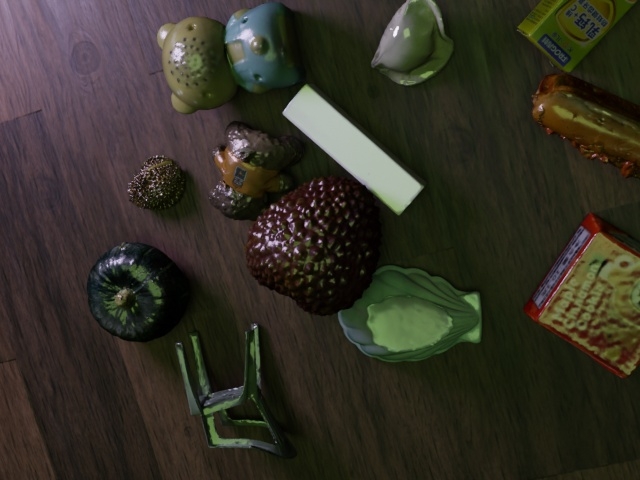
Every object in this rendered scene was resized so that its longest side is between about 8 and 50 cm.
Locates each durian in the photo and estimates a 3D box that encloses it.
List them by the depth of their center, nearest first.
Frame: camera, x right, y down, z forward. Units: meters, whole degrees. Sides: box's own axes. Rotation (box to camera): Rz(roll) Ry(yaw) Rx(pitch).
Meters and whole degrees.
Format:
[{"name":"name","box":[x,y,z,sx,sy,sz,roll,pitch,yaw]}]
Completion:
[{"name":"durian","box":[-0.348,-0.108,1.791,0.140,0.071,0.110,-28,93,19]}]

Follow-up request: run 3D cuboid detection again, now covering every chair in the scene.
[{"name":"chair","box":[-0.164,0.312,1.763,0.191,0.203,0.274,-10,93,1]}]

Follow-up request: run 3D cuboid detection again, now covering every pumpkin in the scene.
[{"name":"pumpkin","box":[-0.374,0.108,1.788,0.212,0.152,0.211,3,115,6]}]

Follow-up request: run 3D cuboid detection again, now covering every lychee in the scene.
[{"name":"lychee","box":[0.000,0.000,1.656,0.272,0.271,0.271,2,100,11]}]

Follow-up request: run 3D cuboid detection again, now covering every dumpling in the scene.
[{"name":"dumpling","box":[0.183,-0.365,1.628,0.134,0.100,0.169,24,106,-9]}]

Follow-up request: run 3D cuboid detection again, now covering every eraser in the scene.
[{"name":"eraser","box":[0.067,-0.177,1.691,0.298,0.078,0.076,42,104,1]}]

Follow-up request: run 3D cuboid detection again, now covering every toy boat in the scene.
[{"name":"toy boat","box":[0.168,0.152,1.719,0.291,0.100,0.199,-2,100,13]}]

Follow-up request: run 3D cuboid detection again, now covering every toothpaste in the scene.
[{"name":"toothpaste","box":[0.503,-0.455,1.540,0.110,0.077,0.327,37,106,-20]}]

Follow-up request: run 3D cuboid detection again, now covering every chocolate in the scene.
[{"name":"chocolate","box":[0.538,0.109,1.634,0.235,0.108,0.237,33,106,6]}]

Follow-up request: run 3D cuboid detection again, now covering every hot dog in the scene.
[{"name":"hot dog","box":[0.532,-0.182,1.566,0.349,0.158,0.117,25,122,2]}]

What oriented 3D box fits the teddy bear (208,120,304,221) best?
[{"name":"teddy bear","box":[-0.140,-0.128,1.717,0.177,0.140,0.190,20,111,4]}]

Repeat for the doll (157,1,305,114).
[{"name":"doll","box":[-0.174,-0.347,1.667,0.261,0.161,0.176,-10,99,10]}]
